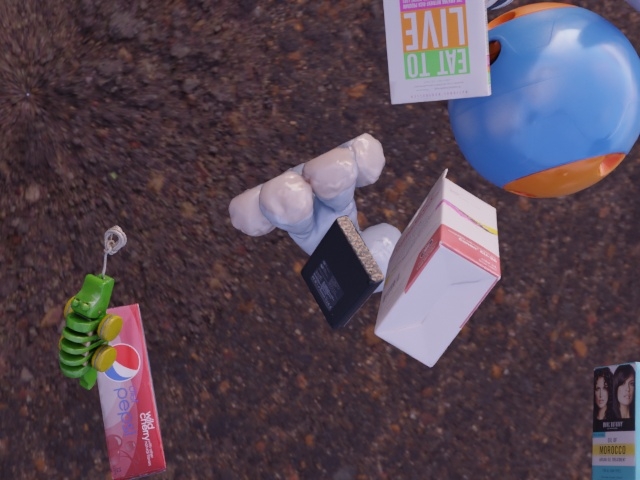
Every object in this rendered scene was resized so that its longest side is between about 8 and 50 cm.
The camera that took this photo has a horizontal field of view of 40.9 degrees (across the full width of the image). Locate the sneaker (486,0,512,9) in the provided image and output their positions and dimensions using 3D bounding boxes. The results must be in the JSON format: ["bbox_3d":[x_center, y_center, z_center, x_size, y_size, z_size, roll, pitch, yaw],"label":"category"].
[{"bbox_3d":[0.186,-0.440,1.031,0.127,0.126,0.321,-33,116,-58],"label":"sneaker"}]

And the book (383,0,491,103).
[{"bbox_3d":[0.111,-0.207,0.820,0.096,0.035,0.144,-2,103,20],"label":"book"}]

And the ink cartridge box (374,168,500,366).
[{"bbox_3d":[0.117,0.018,0.842,0.067,0.198,0.115,30,116,-5],"label":"ink cartridge box"}]

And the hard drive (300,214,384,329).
[{"bbox_3d":[0.024,0.042,1.070,0.022,0.135,0.094,-19,69,-30],"label":"hard drive"}]

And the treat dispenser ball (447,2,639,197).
[{"bbox_3d":[0.336,-0.208,1.287,0.288,0.288,0.288,-3,100,-18],"label":"treat dispenser ball"}]

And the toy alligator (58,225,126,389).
[{"bbox_3d":[-0.237,0.076,0.870,0.056,0.051,0.190,24,113,19],"label":"toy alligator"}]

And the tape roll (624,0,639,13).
[{"bbox_3d":[0.578,-0.473,1.185,0.392,0.392,0.072,-35,65,-10],"label":"tape roll"}]

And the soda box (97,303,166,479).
[{"bbox_3d":[-0.305,0.240,1.355,0.083,0.092,0.263,-10,75,-13],"label":"soda box"}]

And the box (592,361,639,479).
[{"bbox_3d":[0.462,0.311,1.287,0.060,0.100,0.244,12,72,-19],"label":"box"}]

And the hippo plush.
[{"bbox_3d":[0.000,0.000,1.318,0.234,0.294,0.237,-30,97,-36],"label":"hippo plush"}]
